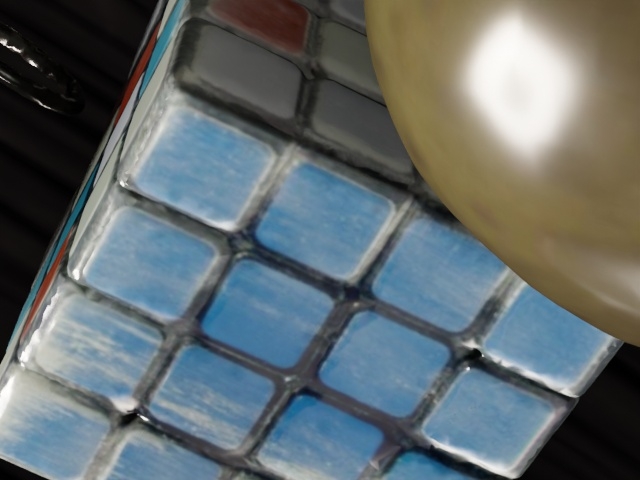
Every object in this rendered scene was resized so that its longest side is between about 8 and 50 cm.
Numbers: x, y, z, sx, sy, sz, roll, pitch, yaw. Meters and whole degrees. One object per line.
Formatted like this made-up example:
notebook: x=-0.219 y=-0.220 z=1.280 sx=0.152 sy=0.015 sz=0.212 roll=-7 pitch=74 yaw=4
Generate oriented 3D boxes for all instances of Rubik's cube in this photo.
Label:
Rubik's cube: x=0.000 y=0.001 z=1.009 sx=0.256 sy=0.259 sz=0.253 roll=-59 pitch=13 yaw=32

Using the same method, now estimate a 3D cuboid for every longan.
longan: x=0.104 y=-0.071 z=0.474 sx=0.196 sy=0.197 sz=0.220 roll=-89 pitch=-4 yaw=-66

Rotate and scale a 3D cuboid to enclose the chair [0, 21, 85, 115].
chair: x=-0.274 y=-0.052 z=1.081 sx=0.401 sy=0.226 sz=0.226 roll=-58 pitch=13 yaw=9
